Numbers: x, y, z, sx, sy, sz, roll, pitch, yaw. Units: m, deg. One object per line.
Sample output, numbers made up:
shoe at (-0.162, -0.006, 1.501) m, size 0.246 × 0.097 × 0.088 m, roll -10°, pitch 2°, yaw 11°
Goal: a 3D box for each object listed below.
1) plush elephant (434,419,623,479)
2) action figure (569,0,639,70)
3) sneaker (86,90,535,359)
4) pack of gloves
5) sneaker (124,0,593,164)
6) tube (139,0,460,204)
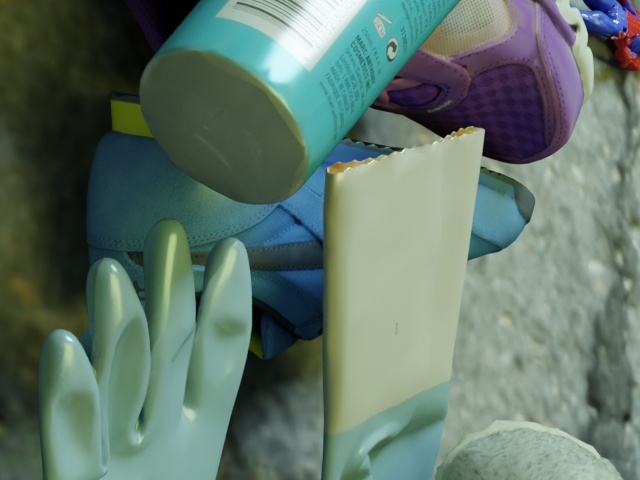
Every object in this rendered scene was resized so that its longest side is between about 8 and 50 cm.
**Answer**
plush elephant at (0.228, 0.137, 0.621) m, size 0.255 × 0.272 × 0.330 m, roll -54°, pitch 153°, yaw -24°
action figure at (0.143, -0.111, 0.745) m, size 0.115 × 0.030 × 0.038 m, roll 21°, pitch 62°, yaw -46°
sneaker at (0.000, 0.000, 0.543) m, size 0.209 × 0.069 × 0.082 m, roll 5°, pitch 94°, yaw -48°
pack of gloves at (-0.027, 0.086, 0.487) m, size 0.195 × 0.046 × 0.232 m, roll -21°, pitch 121°, yaw -49°
sneaker at (-0.004, -0.082, 0.519) m, size 0.236 × 0.095 × 0.104 m, roll 33°, pitch 56°, yaw -28°
tube at (0.022, -0.096, 0.460) m, size 0.080 × 0.052 × 0.207 m, roll 50°, pitch 52°, yaw -17°
